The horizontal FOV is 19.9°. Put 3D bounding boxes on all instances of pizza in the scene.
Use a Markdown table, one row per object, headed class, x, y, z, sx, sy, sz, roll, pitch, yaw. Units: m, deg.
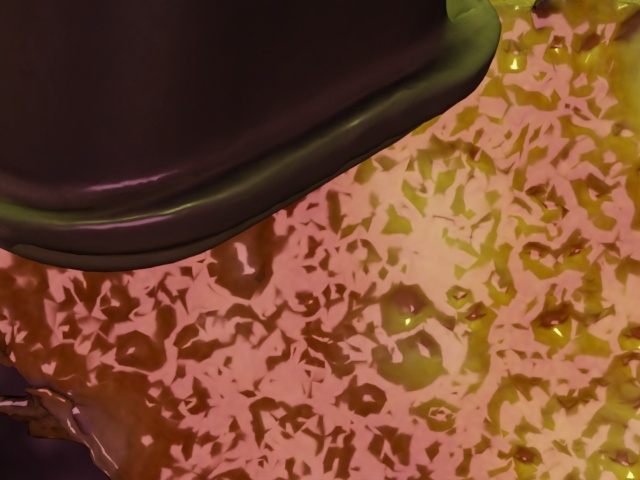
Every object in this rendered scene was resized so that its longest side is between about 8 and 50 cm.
| class | x | y | z | sx | sy | sz | roll | pitch | yaw |
| --- | --- | --- | --- | --- | --- | --- | --- | --- | --- |
| pizza | 0.000 | 0.000 | 0.491 | 0.288 | 0.075 | 0.280 | 29 | 91 | -1 |

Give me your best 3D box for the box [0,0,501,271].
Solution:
| class | x | y | z | sx | sy | sz | roll | pitch | yaw |
| --- | --- | --- | --- | --- | --- | --- | --- | --- | --- |
| box | -0.080 | -0.140 | 0.366 | 0.274 | 0.178 | 0.138 | 39 | 50 | 25 |
